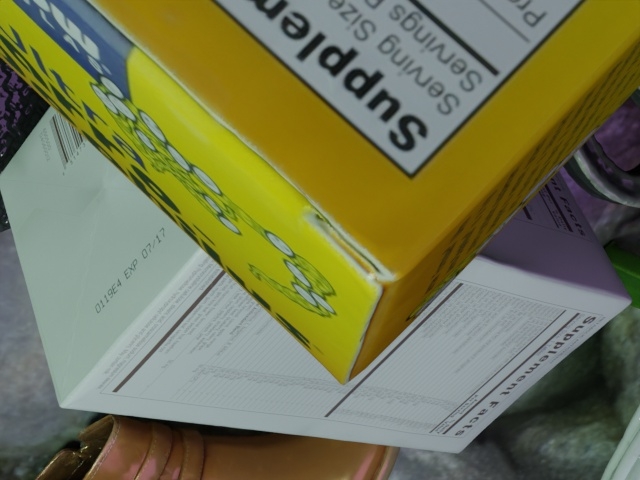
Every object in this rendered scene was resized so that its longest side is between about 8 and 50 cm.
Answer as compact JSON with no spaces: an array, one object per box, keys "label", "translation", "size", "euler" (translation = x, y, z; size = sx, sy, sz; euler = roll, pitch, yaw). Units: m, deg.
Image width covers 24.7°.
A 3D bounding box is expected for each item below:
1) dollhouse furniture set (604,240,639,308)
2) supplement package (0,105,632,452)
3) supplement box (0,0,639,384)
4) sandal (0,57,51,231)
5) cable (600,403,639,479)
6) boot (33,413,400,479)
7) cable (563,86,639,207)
[{"label":"dollhouse furniture set","translation":[0.242,-0.013,0.863],"size":[0.152,0.058,0.076],"euler":[-40,121,-12]},{"label":"supplement package","translation":[0.000,0.000,0.678],"size":[0.244,0.134,0.139],"euler":[14,131,-41]},{"label":"supplement box","translation":[0.065,-0.154,0.463],"size":[0.356,0.194,0.195],"euler":[-45,172,-10]},{"label":"sandal","translation":[-0.148,-0.089,0.675],"size":[0.067,0.040,0.179],"euler":[-1,110,-24]},{"label":"cable","translation":[0.268,0.114,0.865],"size":[0.257,0.089,0.257],"euler":[-6,130,-48]},{"label":"boot","translation":[-0.059,0.131,0.837],"size":[0.152,0.073,0.197],"euler":[36,105,-30]},{"label":"cable","translation":[0.089,-0.136,0.632],"size":[0.139,0.072,0.287],"euler":[-24,101,-21]}]
